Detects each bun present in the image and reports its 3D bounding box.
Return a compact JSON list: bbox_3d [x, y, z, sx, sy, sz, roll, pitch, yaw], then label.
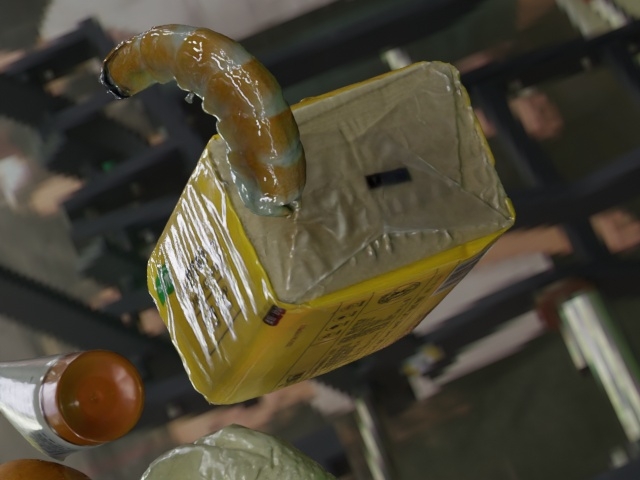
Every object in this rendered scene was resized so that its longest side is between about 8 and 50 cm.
[{"bbox_3d":[-0.061,0.264,1.821,0.244,0.243,0.153,76,-152,-57],"label":"bun"}]

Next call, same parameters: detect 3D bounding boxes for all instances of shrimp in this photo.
[{"bbox_3d":[-0.090,-0.085,1.406,0.166,0.049,0.161,7,128,33],"label":"shrimp"}]

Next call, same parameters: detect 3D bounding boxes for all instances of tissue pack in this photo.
[{"bbox_3d":[0.000,0.000,2.041,0.228,0.293,0.382,64,158,13],"label":"tissue pack"}]

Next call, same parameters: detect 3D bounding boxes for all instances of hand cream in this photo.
[{"bbox_3d":[-0.257,0.167,1.852,0.140,0.089,0.314,51,155,-13],"label":"hand cream"}]

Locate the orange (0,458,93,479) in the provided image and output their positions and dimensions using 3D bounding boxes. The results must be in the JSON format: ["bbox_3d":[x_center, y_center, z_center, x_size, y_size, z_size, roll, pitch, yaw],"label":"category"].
[{"bbox_3d":[-0.298,0.344,1.942,0.240,0.240,0.240,157,90,-84],"label":"orange"}]
